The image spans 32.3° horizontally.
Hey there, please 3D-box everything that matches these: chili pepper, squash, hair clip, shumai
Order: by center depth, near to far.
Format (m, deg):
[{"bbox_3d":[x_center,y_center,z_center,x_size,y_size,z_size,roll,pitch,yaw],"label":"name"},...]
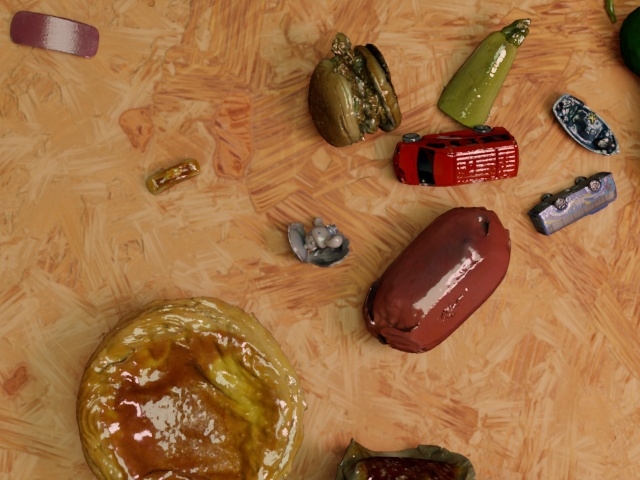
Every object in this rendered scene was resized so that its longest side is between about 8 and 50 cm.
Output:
[{"bbox_3d":[0.137,0.440,1.655,0.288,0.330,0.292,-33,131,-26],"label":"shumai"},{"bbox_3d":[-0.416,-0.323,1.729,0.137,0.022,0.054,11,89,-10],"label":"hair clip"},{"bbox_3d":[0.280,-0.287,1.831,0.090,0.075,0.200,36,104,11],"label":"squash"},{"bbox_3d":[0.506,-0.417,1.906,0.030,0.017,0.083,14,84,-11],"label":"chili pepper"}]

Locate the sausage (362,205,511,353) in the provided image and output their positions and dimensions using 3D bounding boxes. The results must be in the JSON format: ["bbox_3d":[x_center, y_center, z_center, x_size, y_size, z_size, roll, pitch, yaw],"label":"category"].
[{"bbox_3d":[0.191,0.061,1.760,0.279,0.152,0.152,-45,95,-11],"label":"sausage"}]

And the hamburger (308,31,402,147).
[{"bbox_3d":[0.046,-0.237,1.743,0.131,0.159,0.185,-16,110,-8],"label":"hamburger"}]

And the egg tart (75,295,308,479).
[{"bbox_3d":[-0.193,0.255,1.680,0.351,0.150,0.352,0,86,-5],"label":"egg tart"}]

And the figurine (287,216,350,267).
[{"bbox_3d":[0.000,0.000,1.765,0.086,0.094,0.082,-15,132,16],"label":"figurine"}]

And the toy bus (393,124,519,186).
[{"bbox_3d":[0.218,-0.130,1.791,0.195,0.089,0.081,-7,114,-10],"label":"toy bus"}]

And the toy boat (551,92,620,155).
[{"bbox_3d":[0.449,-0.191,1.862,0.137,0.061,0.060,45,81,-6],"label":"toy boat"}]

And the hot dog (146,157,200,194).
[{"bbox_3d":[-0.231,-0.102,1.746,0.090,0.034,0.030,-27,93,-11],"label":"hot dog"}]

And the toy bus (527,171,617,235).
[{"bbox_3d":[0.425,-0.064,1.860,0.153,0.051,0.061,-26,105,-11],"label":"toy bus"}]

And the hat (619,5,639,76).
[{"bbox_3d":[0.660,-0.216,1.852,0.285,0.285,0.400,-24,65,-11],"label":"hat"}]
